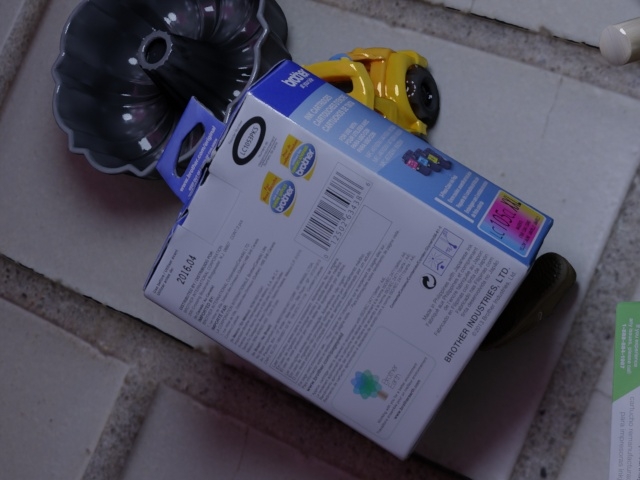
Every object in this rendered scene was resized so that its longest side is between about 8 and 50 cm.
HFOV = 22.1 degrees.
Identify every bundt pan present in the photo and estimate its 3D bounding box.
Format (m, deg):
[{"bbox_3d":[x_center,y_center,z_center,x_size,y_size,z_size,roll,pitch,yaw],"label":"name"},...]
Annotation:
[{"bbox_3d":[-0.174,-0.216,2.060,0.331,0.124,0.330,-11,67,28],"label":"bundt pan"}]

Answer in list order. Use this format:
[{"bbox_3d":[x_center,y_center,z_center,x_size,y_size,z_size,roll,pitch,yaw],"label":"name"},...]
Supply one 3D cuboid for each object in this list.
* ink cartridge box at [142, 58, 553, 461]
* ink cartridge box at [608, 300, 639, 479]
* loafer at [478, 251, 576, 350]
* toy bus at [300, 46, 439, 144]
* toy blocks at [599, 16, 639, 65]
[{"bbox_3d":[0.000,0.000,1.702,0.395,0.151,0.270,31,115,3],"label":"ink cartridge box"},{"bbox_3d":[0.423,0.159,1.551,0.273,0.115,0.198,-4,72,31],"label":"ink cartridge box"},{"bbox_3d":[0.221,0.071,1.755,0.148,0.050,0.056,-42,51,32],"label":"loafer"},{"bbox_3d":[0.024,-0.136,1.853,0.149,0.211,0.220,-8,67,31],"label":"toy bus"},{"bbox_3d":[0.488,-0.148,1.587,0.288,0.260,0.309,-31,81,53],"label":"toy blocks"}]
